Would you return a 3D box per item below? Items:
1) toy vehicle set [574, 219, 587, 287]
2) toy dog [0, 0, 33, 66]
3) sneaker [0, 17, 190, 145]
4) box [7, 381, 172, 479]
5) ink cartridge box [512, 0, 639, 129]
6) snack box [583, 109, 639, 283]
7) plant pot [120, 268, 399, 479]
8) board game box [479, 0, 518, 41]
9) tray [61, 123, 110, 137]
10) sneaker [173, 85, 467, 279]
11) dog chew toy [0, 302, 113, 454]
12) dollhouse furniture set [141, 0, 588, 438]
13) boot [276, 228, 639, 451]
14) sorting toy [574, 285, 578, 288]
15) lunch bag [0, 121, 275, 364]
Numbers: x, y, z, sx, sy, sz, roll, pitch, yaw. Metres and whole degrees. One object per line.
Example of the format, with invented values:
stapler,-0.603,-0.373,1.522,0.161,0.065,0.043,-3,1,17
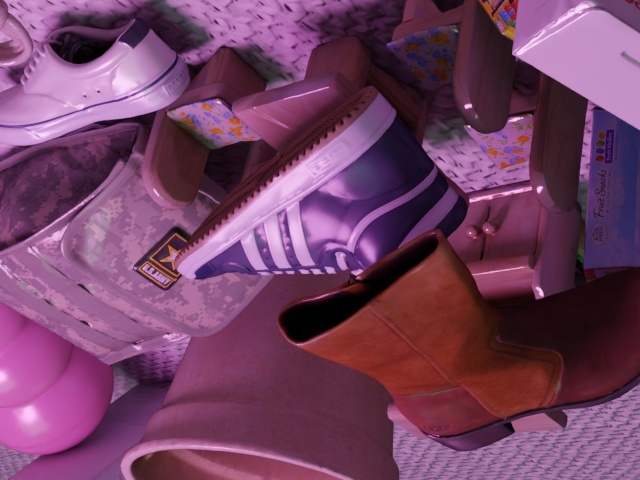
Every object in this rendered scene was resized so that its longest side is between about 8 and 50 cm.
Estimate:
toy vehicle set,0.285,0.060,1.485,0.166,0.035,0.267,-12,145,37
toy dog,-0.344,-0.282,1.015,0.334,0.161,0.220,13,154,-36
sneaker,-0.244,-0.163,1.239,0.258,0.094,0.091,-11,124,32
box,-0.282,0.381,1.922,0.168,0.345,0.215,-6,106,31
ink cartridge box,0.215,-0.189,0.877,0.140,0.190,0.082,26,149,-25
snack box,0.301,0.001,1.218,0.070,0.174,0.207,-2,149,21
plant pot,-0.037,0.166,1.519,0.334,0.305,0.334,9,152,5
board game box,0.196,-0.166,0.983,0.170,0.141,0.048,27,116,-27
tray,-0.282,-0.072,1.465,0.270,0.030,0.145,-16,142,42
sneaker,0.000,0.000,1.073,0.153,0.099,0.282,44,134,-12
dog chew toy,-0.429,0.160,1.794,0.207,0.206,0.332,0,142,22
dollhouse furniture set,0.078,-0.005,1.206,0.362,0.256,0.394,-11,145,36
boot,0.140,0.050,1.007,0.264,0.096,0.280,-25,143,19
sorting toy,0.266,0.090,1.475,0.208,0.038,0.193,22,151,-10
lunch bag,-0.208,0.000,1.366,0.287,0.169,0.235,-19,139,35
